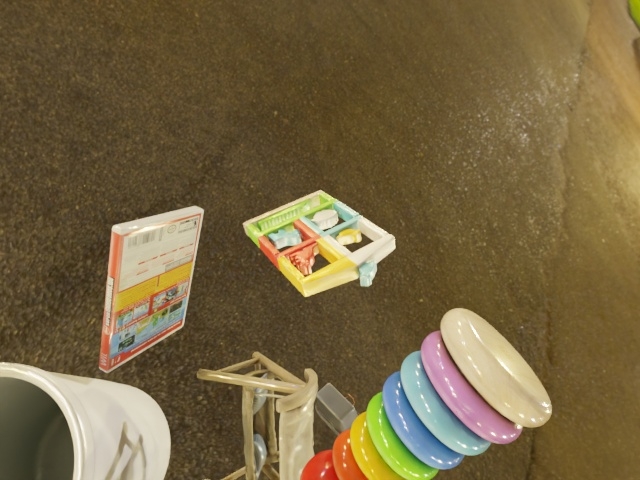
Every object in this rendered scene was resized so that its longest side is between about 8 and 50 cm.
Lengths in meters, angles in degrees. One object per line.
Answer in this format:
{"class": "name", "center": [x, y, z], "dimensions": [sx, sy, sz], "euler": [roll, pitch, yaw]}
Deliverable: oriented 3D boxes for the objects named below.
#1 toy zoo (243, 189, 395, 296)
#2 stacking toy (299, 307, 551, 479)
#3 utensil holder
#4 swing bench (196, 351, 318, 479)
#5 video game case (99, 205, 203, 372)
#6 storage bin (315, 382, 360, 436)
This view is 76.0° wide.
{"class": "toy zoo", "center": [0.000, 0.000, 0.764], "dimensions": [0.192, 0.293, 0.030], "euler": [-26, 128, -21]}
{"class": "stacking toy", "center": [0.090, 0.234, 0.485], "dimensions": [0.141, 0.330, 0.141], "euler": [38, 19, -15]}
{"class": "utensil holder", "center": [-0.488, 0.407, 0.738], "dimensions": [0.328, 0.385, 0.327], "euler": [0, 68, 0]}
{"class": "swing bench", "center": [-0.102, 0.384, 0.808], "dimensions": [0.165, 0.255, 0.253], "euler": [-3, 94, -50]}
{"class": "video game case", "center": [-0.316, 0.084, 0.777], "dimensions": [0.025, 0.285, 0.204], "euler": [22, 21, 16]}
{"class": "storage bin", "center": [0.050, 0.465, 1.149], "dimensions": [0.098, 0.091, 0.135], "euler": [-36, 49, -23]}
